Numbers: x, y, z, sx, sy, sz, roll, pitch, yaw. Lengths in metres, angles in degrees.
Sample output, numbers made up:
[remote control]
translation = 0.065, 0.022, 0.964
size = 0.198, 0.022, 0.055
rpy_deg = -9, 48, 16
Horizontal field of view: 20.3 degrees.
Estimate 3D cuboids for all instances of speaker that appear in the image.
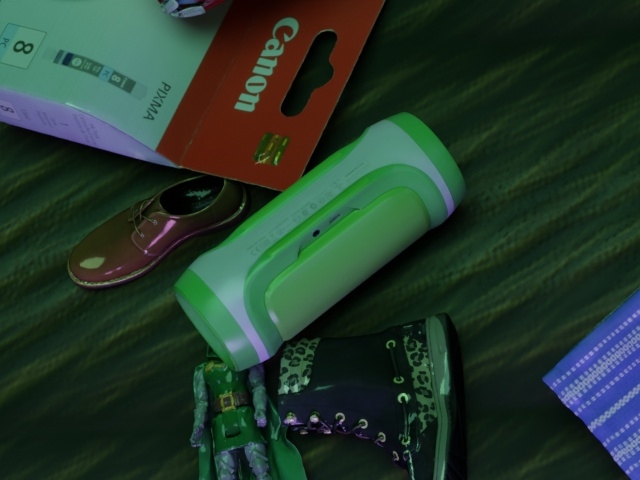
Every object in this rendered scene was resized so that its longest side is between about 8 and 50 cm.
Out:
[speaker]
translation = 0.000, 0.000, 1.791
size = 0.296, 0.131, 0.131
rpy_deg = -38, 66, -11

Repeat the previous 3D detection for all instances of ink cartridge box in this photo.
[ink cartridge box]
translation = -0.152, -0.234, 1.919
size = 0.385, 0.091, 0.308
rpy_deg = 15, 63, 21

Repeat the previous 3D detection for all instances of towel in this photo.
[towel]
translation = 0.372, 0.187, 1.585
size = 0.336, 0.040, 0.243
rpy_deg = 51, 132, 11

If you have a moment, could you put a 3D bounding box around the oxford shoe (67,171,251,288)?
[oxford shoe]
translation = -0.182, -0.020, 1.893
size = 0.212, 0.076, 0.076
rpy_deg = -29, 68, 5

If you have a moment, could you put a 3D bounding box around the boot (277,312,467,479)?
[boot]
translation = 0.050, 0.190, 1.755
size = 0.178, 0.085, 0.236
rpy_deg = -6, 64, 15

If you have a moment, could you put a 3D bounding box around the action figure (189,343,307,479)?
[action figure]
translation = -0.084, 0.192, 1.803
size = 0.137, 0.063, 0.232
rpy_deg = -18, 64, 11

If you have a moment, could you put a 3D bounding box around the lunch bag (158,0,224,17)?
[lunch bag]
translation = -0.144, -0.385, 1.884
size = 0.258, 0.120, 0.293
rpy_deg = -30, 59, 3
